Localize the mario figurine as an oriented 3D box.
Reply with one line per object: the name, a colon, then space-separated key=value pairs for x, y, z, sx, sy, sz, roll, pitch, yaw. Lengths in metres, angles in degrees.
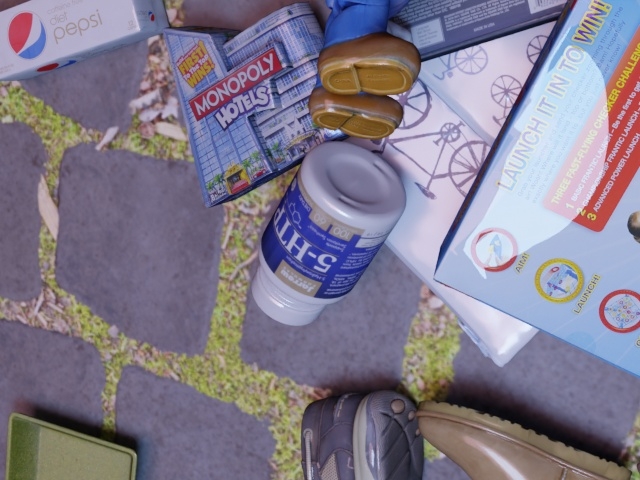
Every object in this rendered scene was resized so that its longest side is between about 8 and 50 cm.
mario figurine: x=0.073 y=-0.257 z=0.894 sx=0.198 sy=0.170 sz=0.321 roll=-18 pitch=61 yaw=46

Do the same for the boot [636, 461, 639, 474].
boot: x=0.330 y=0.267 z=1.027 sx=0.106 sy=0.037 sz=0.114 roll=-17 pitch=97 yaw=11

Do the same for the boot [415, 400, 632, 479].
boot: x=0.163 y=0.315 z=1.009 sx=0.236 sy=0.089 sz=0.269 roll=19 pitch=76 yaw=17

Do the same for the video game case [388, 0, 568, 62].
video game case: x=0.131 y=-0.322 z=0.969 sx=0.196 sy=0.026 sz=0.274 roll=-13 pitch=85 yaw=27

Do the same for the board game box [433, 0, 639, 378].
board game box: x=0.302 y=-0.041 z=0.908 sx=0.302 sy=0.086 sz=0.308 roll=26 pitch=111 yaw=1

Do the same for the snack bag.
snack bag: x=0.177 y=-0.091 z=1.019 sx=0.323 sy=0.037 sz=0.342 roll=46 pitch=114 yaw=8

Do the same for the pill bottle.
pill bottle: x=0.000 y=0.000 z=1.053 sx=0.112 sy=0.112 sz=0.187 roll=40 pitch=131 yaw=11

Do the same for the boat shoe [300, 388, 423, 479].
boat shoe: x=0.040 y=0.334 z=1.125 sx=0.130 sy=0.132 sz=0.355 roll=2 pitch=93 yaw=32

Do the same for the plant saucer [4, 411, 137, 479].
plant saucer: x=-0.308 y=0.318 z=1.295 sx=0.188 sy=0.045 sz=0.188 roll=13 pitch=105 yaw=19

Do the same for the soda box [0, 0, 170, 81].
soda box: x=-0.282 y=-0.241 z=1.159 sx=0.216 sy=0.069 sz=0.074 roll=-12 pitch=96 yaw=24

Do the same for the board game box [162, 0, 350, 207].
board game box: x=-0.078 y=-0.162 z=1.083 sx=0.194 sy=0.060 sz=0.194 roll=-27 pitch=88 yaw=35
